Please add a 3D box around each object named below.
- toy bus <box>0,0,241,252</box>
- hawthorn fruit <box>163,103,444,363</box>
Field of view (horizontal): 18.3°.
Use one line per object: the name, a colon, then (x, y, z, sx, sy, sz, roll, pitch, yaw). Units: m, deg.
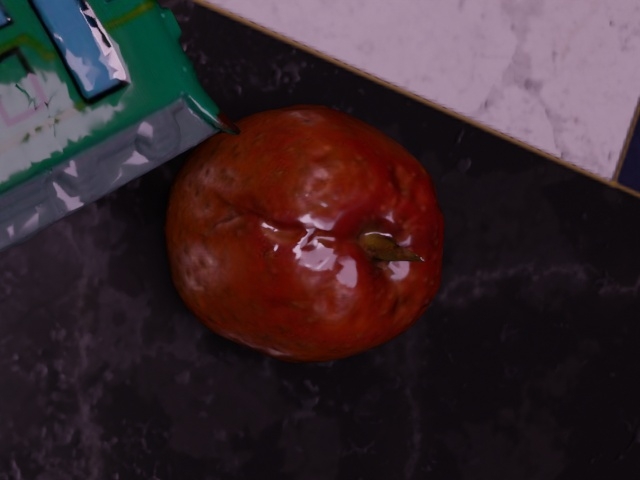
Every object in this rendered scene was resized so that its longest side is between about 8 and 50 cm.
toy bus: (-0.245, -0.070, 1.181, 0.343, 0.183, 0.199, -30, 101, -22)
hawthorn fruit: (0.000, 0.000, 1.299, 0.179, 0.200, 0.179, -6, 103, -29)
